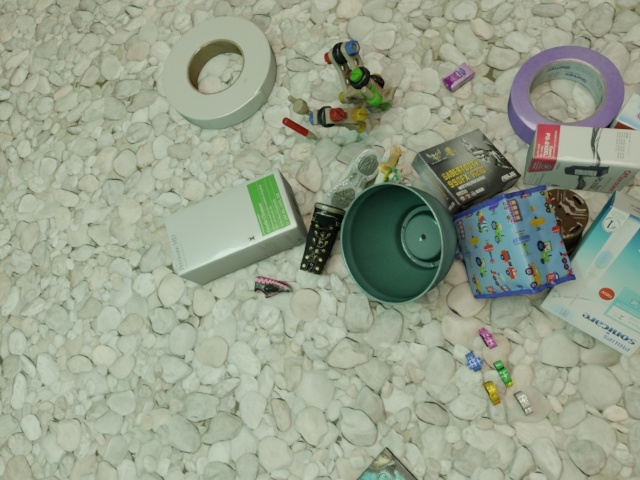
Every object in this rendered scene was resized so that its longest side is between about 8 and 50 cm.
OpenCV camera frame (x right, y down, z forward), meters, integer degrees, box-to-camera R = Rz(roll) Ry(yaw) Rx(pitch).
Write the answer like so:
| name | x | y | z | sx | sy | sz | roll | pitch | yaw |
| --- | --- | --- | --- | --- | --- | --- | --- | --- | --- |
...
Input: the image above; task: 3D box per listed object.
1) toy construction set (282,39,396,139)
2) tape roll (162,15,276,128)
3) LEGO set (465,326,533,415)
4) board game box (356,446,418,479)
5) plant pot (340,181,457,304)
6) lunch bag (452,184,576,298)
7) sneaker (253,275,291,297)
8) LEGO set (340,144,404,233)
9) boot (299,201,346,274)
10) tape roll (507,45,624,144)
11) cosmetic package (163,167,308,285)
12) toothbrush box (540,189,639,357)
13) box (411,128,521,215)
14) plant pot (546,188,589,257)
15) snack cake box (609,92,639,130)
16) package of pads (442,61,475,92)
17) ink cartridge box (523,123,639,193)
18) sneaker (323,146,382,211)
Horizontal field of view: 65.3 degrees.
| name | x | y | z | sx | sy | sz | roll | pitch | yaw |
| --- | --- | --- | --- | --- | --- | --- | --- | --- | --- |
| toy construction set | 0.075 | -0.385 | 1.448 | 0.308 | 0.237 | 0.258 | -28 | 55 | 35 |
| tape roll | -0.334 | -0.558 | 1.657 | 0.391 | 0.072 | 0.393 | -4 | 74 | 13 |
| LEGO set | 0.418 | 0.326 | 1.203 | 0.087 | 0.093 | 0.227 | -29 | 70 | 5 |
| board game box | 0.186 | 0.619 | 1.215 | 0.186 | 0.026 | 0.126 | 42 | 88 | 21 |
| plant pot | 0.224 | -0.001 | 1.261 | 0.293 | 0.196 | 0.293 | 7 | 100 | 42 |
| lunch bag | 0.418 | 0.021 | 1.201 | 0.138 | 0.293 | 0.221 | -13 | 84 | -24 |
| sneaker | -0.139 | 0.139 | 1.430 | 0.119 | 0.047 | 0.057 | 11 | 92 | 21 |
| LEGO set | 0.174 | -0.112 | 1.369 | 0.107 | 0.132 | 0.287 | 36 | 108 | 15 |
| boot | 0.002 | 0.001 | 1.335 | 0.085 | 0.236 | 0.179 | 17 | 83 | 1 |
| tape roll | 0.652 | -0.379 | 1.345 | 0.274 | 0.090 | 0.275 | -4 | 74 | 13 |
| cosmetic package | -0.239 | -0.032 | 1.441 | 0.365 | 0.155 | 0.197 | -23 | 71 | 6 |
| toothbrush box | 0.671 | 0.074 | 1.110 | 0.216 | 0.126 | 0.296 | 33 | 128 | 19 |
| box | 0.385 | -0.185 | 1.323 | 0.230 | 0.056 | 0.183 | -23 | 68 | -24 |
| plant pot | 0.573 | -0.041 | 1.229 | 0.166 | 0.165 | 0.167 | -4 | 75 | 13 |
| snack cake box | 0.847 | -0.234 | 1.221 | 0.264 | 0.152 | 0.089 | 34 | 85 | 20 |
| package of pads | 0.405 | -0.479 | 1.467 | 0.083 | 0.032 | 0.050 | -36 | 67 | 2 |
| ink cartridge box | 0.649 | -0.203 | 1.251 | 0.237 | 0.172 | 0.100 | 8 | 77 | 16 |
| sneaker | 0.093 | -0.172 | 1.438 | 0.090 | 0.115 | 0.232 | 37 | 109 | -13 |
